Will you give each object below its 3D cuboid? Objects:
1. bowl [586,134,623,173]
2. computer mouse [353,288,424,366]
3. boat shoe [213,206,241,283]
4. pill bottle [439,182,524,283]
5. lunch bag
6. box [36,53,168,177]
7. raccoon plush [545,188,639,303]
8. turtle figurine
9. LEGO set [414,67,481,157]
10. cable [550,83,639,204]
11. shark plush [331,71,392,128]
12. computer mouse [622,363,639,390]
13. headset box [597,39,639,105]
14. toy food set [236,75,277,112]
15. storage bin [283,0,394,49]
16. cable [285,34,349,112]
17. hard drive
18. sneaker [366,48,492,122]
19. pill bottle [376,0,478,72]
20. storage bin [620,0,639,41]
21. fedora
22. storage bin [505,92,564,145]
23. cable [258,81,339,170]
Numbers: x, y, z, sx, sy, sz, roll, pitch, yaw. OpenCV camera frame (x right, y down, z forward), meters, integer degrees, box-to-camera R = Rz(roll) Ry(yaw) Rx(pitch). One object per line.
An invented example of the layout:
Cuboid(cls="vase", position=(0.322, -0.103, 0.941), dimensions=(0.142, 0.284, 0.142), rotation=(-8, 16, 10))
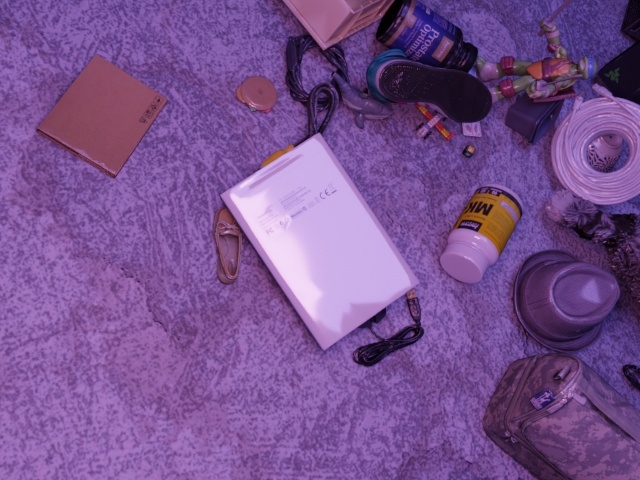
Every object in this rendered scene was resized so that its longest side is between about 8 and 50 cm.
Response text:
Cuboid(cls="bowl", position=(0.712, -0.255, 1.785), dimensions=(0.170, 0.080, 0.170), rotation=(8, 70, -21))
Cuboid(cls="computer mouse", position=(0.118, 0.109, 1.428), dimensions=(0.184, 0.060, 0.262), rotation=(-15, 80, -25))
Cuboid(cls="boat shoe", position=(-0.175, 0.005, 1.347), dimensions=(0.056, 0.048, 0.153), rotation=(6, 71, -21))
Cuboid(cls="pill bottle", position=(0.351, -0.015, 1.532), dimensions=(0.119, 0.119, 0.208), rotation=(39, 62, -6))
Cuboid(cls="lunch bag", position=(0.516, 0.368, 1.397), dimensions=(0.305, 0.256, 0.212), rotation=(40, 62, -5))
Cuboid(cls="box", position=(-0.414, -0.241, 1.345), dimensions=(0.164, 0.021, 0.201), rotation=(32, 64, -10))
Cuboid(cls="raccoon plush", position=(0.754, 0.056, 1.678), dimensions=(0.216, 0.299, 0.446), rotation=(-39, 58, -18))
Cuboid(cls="turtle figurine", position=(0.483, -0.417, 1.616), dimensions=(0.274, 0.266, 0.198), rotation=(-4, 86, -60))
Cuboid(cls="LEGO set", position=(0.305, -0.316, 1.651), dimensions=(0.182, 0.060, 0.244), rotation=(2, 72, -18))
Cuboid(cls="cable", position=(0.688, -0.213, 1.689), dimensions=(0.257, 0.089, 0.257), rotation=(33, 101, 17))
Cuboid(cls="shark plush", position=(0.086, -0.321, 1.532), dimensions=(0.161, 0.067, 0.073), rotation=(47, 55, -26))
Cuboid(cls="computer mouse", position=(0.777, 0.393, 1.626), dimensions=(0.071, 0.041, 0.242), rotation=(-26, 78, -26))
Cuboid(cls="headset box", position=(0.907, -0.429, 1.819), dimensions=(0.246, 0.283, 0.131), rotation=(53, 46, 0))
Cuboid(cls="toy food set", position=(-0.131, -0.310, 1.486), dimensions=(0.082, 0.020, 0.083), rotation=(39, 62, -7))
Cuboid(cls="storage bin", position=(0.028, -0.603, 1.570), dimensions=(0.262, 0.123, 0.260), rotation=(50, 49, 0))
Cuboid(cls="cable", position=(-0.005, -0.367, 1.549), dimensions=(0.150, 0.047, 0.185), rotation=(0, 75, -30))
Cuboid(cls="hard drive", position=(0.000, 0.000, 1.359), dimensions=(0.233, 0.047, 0.353), rotation=(-34, 89, -12))
Cuboid(cls="sneaker", position=(0.222, -0.343, 1.561), dimensions=(0.295, 0.178, 0.124), rotation=(11, 108, -26))
Cuboid(cls="pill bottle", position=(0.248, -0.459, 1.612), dimensions=(0.219, 0.123, 0.123), rotation=(27, 65, -17))
Cuboid(cls="storage bin", position=(0.942, -0.660, 1.990), dimensions=(0.084, 0.122, 0.180), rotation=(29, 64, -11))
Cuboid(cls="fedora", position=(0.571, 0.124, 1.575), dimensions=(0.275, 0.124, 0.244), rotation=(-2, 74, -23))
Cuboid(cls="storage bin", position=(0.521, -0.308, 1.725), dimensions=(0.091, 0.098, 0.135), rotation=(34, 60, 22))
Cuboid(cls="cable", position=(-0.016, -0.196, 1.449), dimensions=(0.139, 0.072, 0.287), rotation=(33, 75, -9))
